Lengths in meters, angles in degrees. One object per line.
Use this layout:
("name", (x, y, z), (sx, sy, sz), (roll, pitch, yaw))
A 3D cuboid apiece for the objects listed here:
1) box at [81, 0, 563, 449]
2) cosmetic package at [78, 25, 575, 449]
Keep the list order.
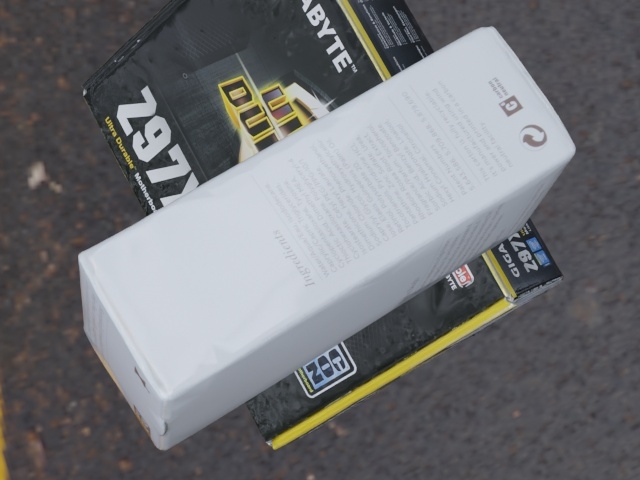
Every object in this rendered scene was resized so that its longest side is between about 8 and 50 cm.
("box", (-0.011, -0.045, 1.134), (0.257, 0.079, 0.322), (-35, 79, 40))
("cosmetic package", (0.000, 0.000, 0.761), (0.085, 0.231, 0.117), (57, 163, 13))
